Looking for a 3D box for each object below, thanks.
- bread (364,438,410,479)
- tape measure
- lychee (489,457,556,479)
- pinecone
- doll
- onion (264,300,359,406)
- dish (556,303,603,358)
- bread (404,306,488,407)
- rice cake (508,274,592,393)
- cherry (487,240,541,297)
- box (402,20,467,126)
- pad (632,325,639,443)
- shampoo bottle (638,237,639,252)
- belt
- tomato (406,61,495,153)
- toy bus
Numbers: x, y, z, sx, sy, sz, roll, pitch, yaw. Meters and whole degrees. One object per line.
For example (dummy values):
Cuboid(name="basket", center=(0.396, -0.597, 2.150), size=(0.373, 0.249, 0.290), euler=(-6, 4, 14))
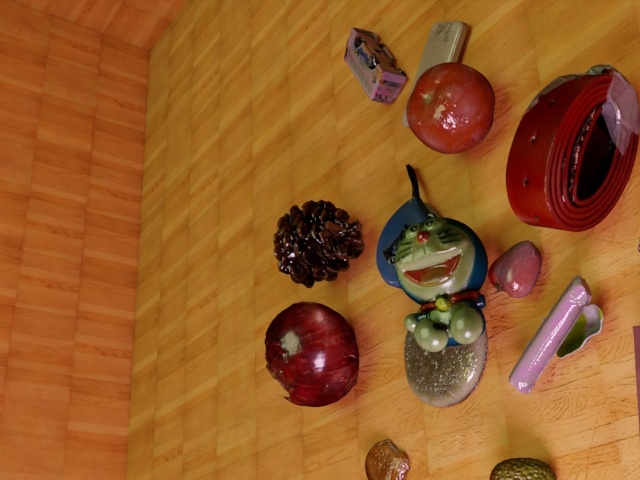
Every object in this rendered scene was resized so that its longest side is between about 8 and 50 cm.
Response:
Cuboid(name="bread", center=(0.150, 0.537, 1.972), size=(0.129, 0.044, 0.126), euler=(35, 106, 60))
Cuboid(name="tape measure", center=(0.209, -0.027, 2.073), size=(0.215, 0.098, 0.351), euler=(-57, 34, 26))
Cuboid(name="lychee", center=(0.372, 0.464, 1.582), size=(0.146, 0.114, 0.114), euler=(-30, 48, 17))
Cuboid(name="pinecone", center=(-0.011, 0.005, 2.269), size=(0.257, 0.243, 0.243), euler=(172, 110, -67))
Cuboid(name="doll", center=(0.262, 0.087, 1.796), size=(0.199, 0.186, 0.321), euler=(-13, 68, 24))
Cuboid(name="onion", center=(-0.018, 0.291, 2.165), size=(0.276, 0.276, 0.276), euler=(-30, 53, 49))
Cuboid(name="dish", center=(0.493, 0.167, 1.588), size=(0.137, 0.039, 0.091), euler=(-39, 46, 48))
Cuboid(name="bread", center=(0.273, 0.246, 1.902), size=(0.267, 0.040, 0.267), euler=(-30, 53, 49))
Cuboid(name="rice cake", center=(0.435, 0.182, 1.593), size=(0.270, 0.049, 0.055), euler=(-64, 31, 26))
Cuboid(name="cherry", center=(0.405, 0.067, 1.728), size=(0.126, 0.087, 0.106), euler=(-39, 36, 19))
Cuboid(name="box", center=(0.291, -0.423, 2.159), size=(0.142, 0.044, 0.285), euler=(25, 99, 60))
Cuboid(name="pad", center=(0.588, 0.285, 1.352), size=(0.202, 0.005, 0.299), euler=(-13, 76, 63))
Cuboid(name="shampoo bottle", center=(0.626, 0.061, 1.390), size=(0.284, 0.071, 0.153), euler=(51, 124, 51))
Cuboid(name="belt", center=(0.480, -0.172, 1.580), size=(0.115, 0.227, 0.323), euler=(16, 78, 56))
Cuboid(name="tomato", center=(0.307, -0.302, 1.944), size=(0.208, 0.184, 0.208), euler=(-22, 61, 46))
Cuboid(name="toy bus", center=(0.146, -0.498, 2.377), size=(0.112, 0.090, 0.274), euler=(-66, 30, 32))
